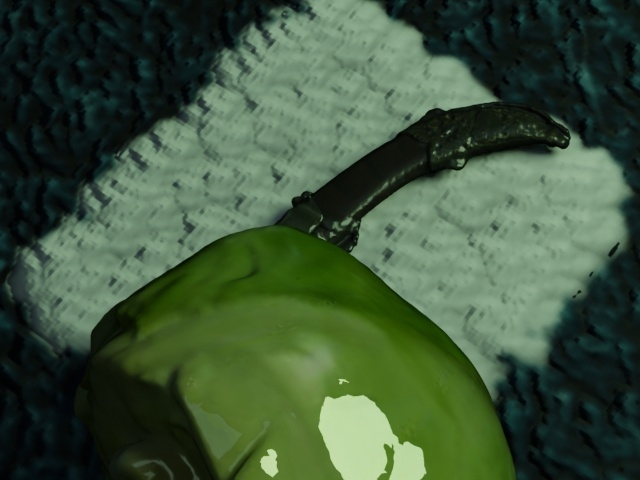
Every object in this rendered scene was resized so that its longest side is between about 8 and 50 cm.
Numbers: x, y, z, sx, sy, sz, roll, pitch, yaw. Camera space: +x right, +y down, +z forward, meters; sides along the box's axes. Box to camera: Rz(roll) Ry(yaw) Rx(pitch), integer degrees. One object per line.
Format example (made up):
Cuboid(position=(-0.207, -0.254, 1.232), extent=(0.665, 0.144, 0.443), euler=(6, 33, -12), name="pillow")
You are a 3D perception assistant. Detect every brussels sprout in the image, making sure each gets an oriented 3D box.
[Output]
Cuboid(position=(0.002, 0.073, 0.461), extent=(0.122, 0.151, 0.149), euler=(-35, 57, -21), name="brussels sprout")

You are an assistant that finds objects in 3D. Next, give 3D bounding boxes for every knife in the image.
Cuboid(position=(-0.003, -0.005, 0.583), extent=(0.222, 0.021, 0.045), euler=(-29, 64, -14), name="knife")
